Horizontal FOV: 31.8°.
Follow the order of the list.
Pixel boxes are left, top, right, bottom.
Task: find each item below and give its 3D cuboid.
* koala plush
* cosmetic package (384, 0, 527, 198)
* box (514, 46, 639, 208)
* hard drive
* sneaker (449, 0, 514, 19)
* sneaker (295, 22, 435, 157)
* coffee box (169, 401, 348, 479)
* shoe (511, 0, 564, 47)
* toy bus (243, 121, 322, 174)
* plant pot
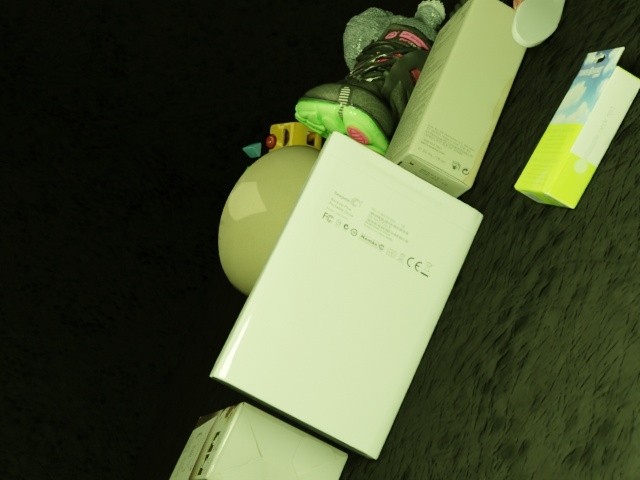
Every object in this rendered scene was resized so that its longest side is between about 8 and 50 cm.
[{"bbox_3d":[0.167,-0.391,2.278,0.196,0.203,0.221,-63,22,-6],"label":"koala plush"},{"bbox_3d":[0.205,-0.208,1.724,0.309,0.113,0.160,-65,10,-21],"label":"cosmetic package"},{"bbox_3d":[0.290,-0.125,1.252,0.178,0.042,0.109,-61,10,1],"label":"box"},{"bbox_3d":[0.040,0.068,1.436,0.353,0.233,0.047,-64,11,-17],"label":"hard drive"},{"bbox_3d":[0.294,-0.406,1.872,0.147,0.105,0.296,-63,4,3],"label":"sneaker"},{"bbox_3d":[0.096,-0.268,1.897,0.483,0.185,0.202,-42,-28,-68],"label":"sneaker"},{"bbox_3d":[-0.098,0.329,1.617,0.119,0.168,0.297,-65,11,-19],"label":"coffee box"},{"bbox_3d":[0.317,-0.338,1.667,0.178,0.063,0.081,-61,7,-28],"label":"shoe"},{"bbox_3d":[-0.051,-0.154,2.389,0.104,0.202,0.191,-2,38,44],"label":"toy bus"},{"bbox_3d":[0.000,0.000,1.881,0.191,0.284,0.284,25,85,44],"label":"plant pot"}]
